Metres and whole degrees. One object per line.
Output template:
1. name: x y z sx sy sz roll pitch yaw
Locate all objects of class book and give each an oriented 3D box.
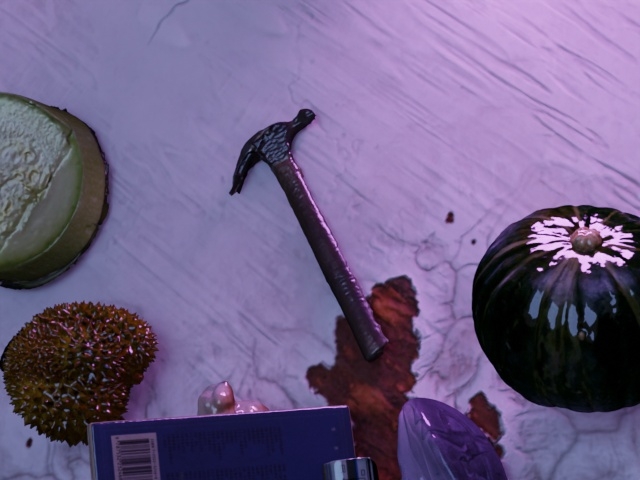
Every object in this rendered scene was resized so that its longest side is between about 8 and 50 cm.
1. book: -0.089 0.264 1.808 0.269 0.025 0.191 -2 76 -18

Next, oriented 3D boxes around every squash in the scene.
1. squash: 0.247 0.063 1.718 0.218 0.218 0.172 16 118 28
2. squash: -0.348 -0.061 2.072 0.220 0.133 0.220 -5 75 18

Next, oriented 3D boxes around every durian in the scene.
1. durian: -0.263 0.141 1.967 0.168 0.137 0.158 6 57 18

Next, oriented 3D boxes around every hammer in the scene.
1. hammer: 0.000 0.000 1.943 0.125 0.027 0.297 -34 64 12

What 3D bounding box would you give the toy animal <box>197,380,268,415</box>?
1. toy animal: -0.111 0.250 1.866 0.185 0.104 0.184 -24 70 -26

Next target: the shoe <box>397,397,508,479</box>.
1. shoe: 0.114 0.276 1.777 0.137 0.095 0.245 -37 58 28

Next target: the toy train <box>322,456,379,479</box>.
1. toy train: 0.040 0.339 1.784 0.048 0.055 0.252 -3 76 -17
